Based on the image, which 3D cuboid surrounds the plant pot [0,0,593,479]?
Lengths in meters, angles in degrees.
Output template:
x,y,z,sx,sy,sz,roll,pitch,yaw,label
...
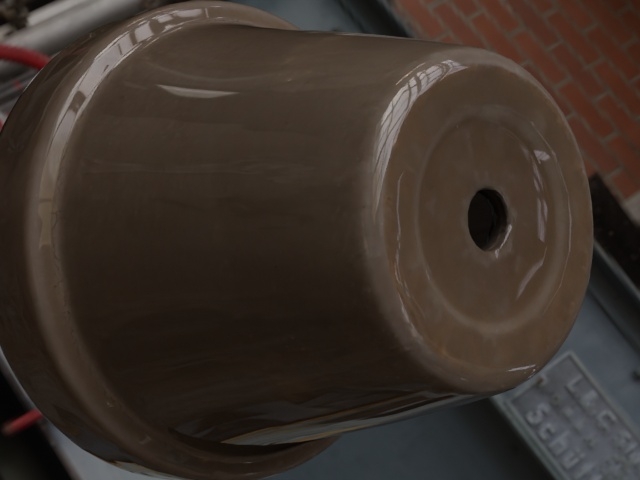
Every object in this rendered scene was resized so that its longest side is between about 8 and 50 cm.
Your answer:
x,y,z,sx,sy,sz,roll,pitch,yaw,label
0.000,0.000,0.571,0.229,0.263,0.263,-3,-62,49,plant pot
